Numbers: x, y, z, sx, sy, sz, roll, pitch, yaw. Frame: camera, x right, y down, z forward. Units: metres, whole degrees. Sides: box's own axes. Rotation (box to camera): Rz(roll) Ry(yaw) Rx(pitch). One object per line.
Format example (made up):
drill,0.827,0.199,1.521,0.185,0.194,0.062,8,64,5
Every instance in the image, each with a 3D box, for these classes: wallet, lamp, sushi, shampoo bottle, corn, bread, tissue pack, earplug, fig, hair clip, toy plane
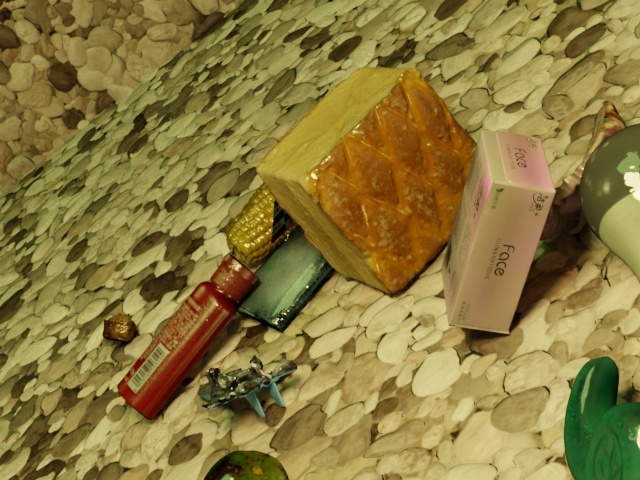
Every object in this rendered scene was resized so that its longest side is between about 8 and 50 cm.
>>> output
wallet,0.000,0.000,2.189,0.379,0.046,0.191,-48,25,-13
lamp,0.452,-0.018,1.552,0.182,0.182,0.314,-35,48,10
sushi,-0.002,-0.078,2.138,0.192,0.050,0.215,-46,-12,-16
shampoo bottle,-0.231,0.166,2.152,0.314,0.076,0.118,-51,25,-1
corn,-0.042,-0.103,2.327,0.363,0.120,0.120,-50,28,-10
bread,0.091,-0.105,1.989,0.279,0.279,0.207,-49,26,-13
tissue pack,0.241,-0.008,1.699,0.148,0.093,0.246,-88,9,-55
earplug,0.384,0.210,1.321,0.280,0.163,0.257,-12,0,24
sushi,-0.397,0.170,2.424,0.118,0.061,0.060,2,75,44
fig,-0.113,0.375,1.736,0.123,0.123,0.156,-84,12,-54
hair clip,0.391,-0.106,1.789,0.300,0.069,0.173,-50,-11,-42
toy plane,-0.142,0.234,1.988,0.169,0.078,0.246,-24,12,-33
